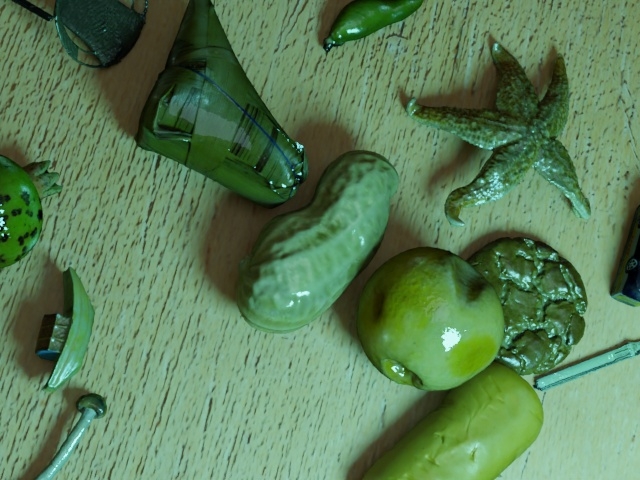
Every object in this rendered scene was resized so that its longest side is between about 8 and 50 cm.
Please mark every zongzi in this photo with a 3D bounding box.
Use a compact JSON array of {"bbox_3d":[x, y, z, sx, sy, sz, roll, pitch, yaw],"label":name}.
[{"bbox_3d":[-0.111,-0.216,1.802,0.260,0.123,0.289,26,67,-12],"label":"zongzi"}]

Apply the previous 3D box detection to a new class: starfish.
[{"bbox_3d":[0.306,-0.152,1.909,0.327,0.094,0.375,47,64,3],"label":"starfish"}]

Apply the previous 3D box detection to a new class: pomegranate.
[{"bbox_3d":[-0.435,-0.047,1.660,0.159,0.159,0.205,49,45,1],"label":"pomegranate"}]

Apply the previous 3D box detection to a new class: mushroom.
[{"bbox_3d":[-0.402,0.313,1.627,0.306,0.043,0.068,-40,71,-19],"label":"mushroom"}]

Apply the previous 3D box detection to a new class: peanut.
[{"bbox_3d":[0.000,0.000,1.764,0.153,0.140,0.325,31,67,12],"label":"peanut"}]

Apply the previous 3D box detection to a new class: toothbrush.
[{"bbox_3d":[0.457,0.178,1.899,0.294,0.028,0.026,-19,80,-14],"label":"toothbrush"}]

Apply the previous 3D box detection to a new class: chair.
[{"bbox_3d":[-0.348,-0.359,1.764,0.213,0.149,0.174,37,68,-7],"label":"chair"}]

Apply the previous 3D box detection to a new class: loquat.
[{"bbox_3d":[0.158,0.107,1.741,0.213,0.213,0.213,4,75,-14],"label":"loquat"}]

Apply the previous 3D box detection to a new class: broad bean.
[{"bbox_3d":[0.087,-0.358,1.926,0.213,0.048,0.070,-37,90,-20],"label":"broad bean"}]

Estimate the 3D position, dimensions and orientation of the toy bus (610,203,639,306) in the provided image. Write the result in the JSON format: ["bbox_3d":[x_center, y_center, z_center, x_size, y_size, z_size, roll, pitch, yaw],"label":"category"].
[{"bbox_3d":[0.506,0.018,1.928,0.057,0.072,0.172,22,73,-7],"label":"toy bus"}]

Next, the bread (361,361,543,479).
[{"bbox_3d":[0.193,0.306,1.761,0.305,0.091,0.142,-41,83,-21],"label":"bread"}]

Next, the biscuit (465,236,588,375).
[{"bbox_3d":[0.306,0.098,1.870,0.225,0.042,0.226,4,74,-15],"label":"biscuit"}]

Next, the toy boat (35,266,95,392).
[{"bbox_3d":[-0.348,0.121,1.674,0.066,0.065,0.172,17,67,-20],"label":"toy boat"}]
